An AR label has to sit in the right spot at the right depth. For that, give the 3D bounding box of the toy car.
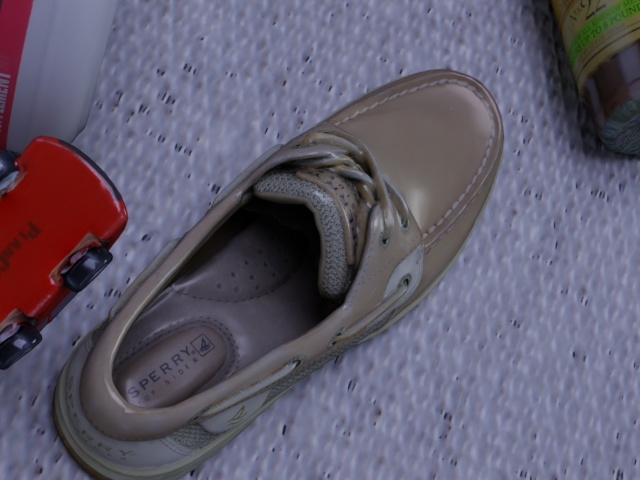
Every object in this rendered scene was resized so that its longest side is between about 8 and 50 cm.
[{"bbox_3d":[-0.202,0.061,0.506,0.225,0.053,0.239,12,92,3],"label":"toy car"}]

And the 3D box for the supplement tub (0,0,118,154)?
[{"bbox_3d":[-0.222,-0.156,0.542,0.272,0.191,0.191,13,63,-13],"label":"supplement tub"}]

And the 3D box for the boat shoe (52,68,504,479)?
[{"bbox_3d":[0.000,0.000,0.599,0.302,0.098,0.109,-39,83,-29],"label":"boat shoe"}]

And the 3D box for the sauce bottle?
[{"bbox_3d":[0.176,-0.223,0.758,0.111,0.111,0.344,-5,66,-21],"label":"sauce bottle"}]
